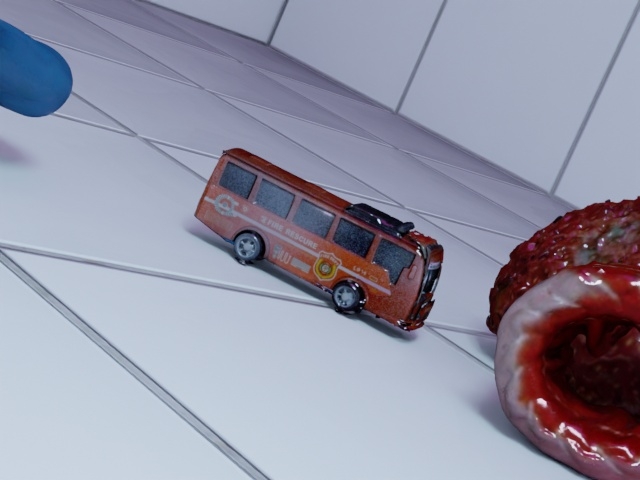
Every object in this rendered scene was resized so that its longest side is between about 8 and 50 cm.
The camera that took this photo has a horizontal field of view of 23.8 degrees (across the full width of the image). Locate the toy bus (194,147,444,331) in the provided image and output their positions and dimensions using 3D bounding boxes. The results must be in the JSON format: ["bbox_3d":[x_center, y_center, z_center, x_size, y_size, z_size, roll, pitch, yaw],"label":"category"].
[{"bbox_3d":[0.000,0.000,1.389,0.234,0.096,0.073,25,13,15],"label":"toy bus"}]

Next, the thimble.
[{"bbox_3d":[0.235,0.100,1.208,0.189,0.163,0.125,26,9,13],"label":"thimble"}]

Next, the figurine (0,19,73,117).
[{"bbox_3d":[-0.378,-0.221,1.225,0.416,0.298,0.243,24,-3,-17],"label":"figurine"}]

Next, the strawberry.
[{"bbox_3d":[0.309,0.060,1.425,0.274,0.220,0.274,24,14,-6],"label":"strawberry"}]
